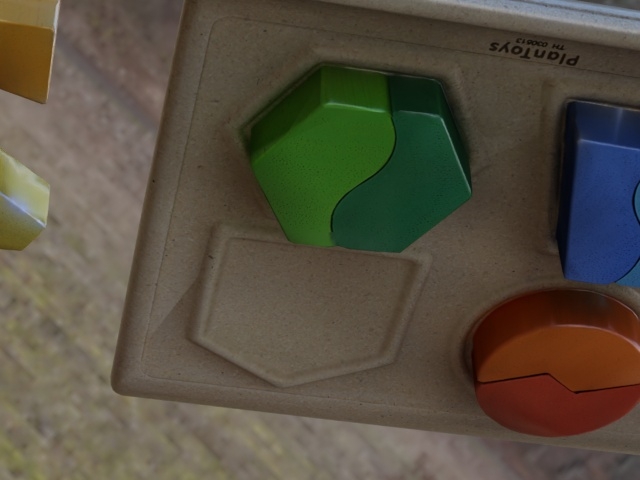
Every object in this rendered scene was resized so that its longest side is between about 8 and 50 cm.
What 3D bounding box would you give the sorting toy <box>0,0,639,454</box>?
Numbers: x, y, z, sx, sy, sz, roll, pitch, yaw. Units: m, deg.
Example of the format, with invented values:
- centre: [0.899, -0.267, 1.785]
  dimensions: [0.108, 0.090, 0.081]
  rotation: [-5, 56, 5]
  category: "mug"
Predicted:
- centre: [0.000, 0.000, 0.555]
  dimensions: [0.229, 0.307, 0.041]
  rotation: [109, -15, -49]
  category: "sorting toy"
